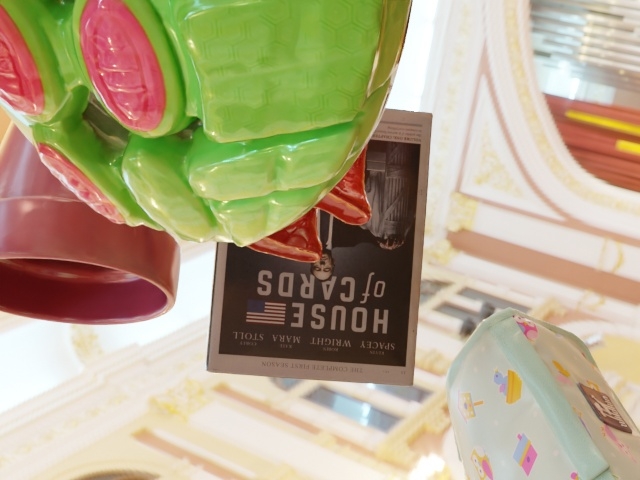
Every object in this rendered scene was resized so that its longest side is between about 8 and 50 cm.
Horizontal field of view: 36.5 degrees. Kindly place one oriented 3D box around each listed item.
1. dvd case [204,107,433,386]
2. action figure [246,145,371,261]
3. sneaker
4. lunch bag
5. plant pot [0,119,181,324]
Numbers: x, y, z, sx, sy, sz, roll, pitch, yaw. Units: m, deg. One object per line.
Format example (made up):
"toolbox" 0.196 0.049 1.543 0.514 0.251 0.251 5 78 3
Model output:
"dvd case" 0.000 0.000 0.835 0.029 0.179 0.239 148 127 -81
"action figure" -0.030 -0.142 0.546 0.139 0.091 0.280 22 -123 -23
"sneaker" -0.019 -0.208 0.342 0.202 0.185 0.483 -53 -22 -55
"lunch bag" 0.222 0.209 0.904 0.160 0.223 0.262 -20 -41 -6
"plant pot" -0.223 -0.034 0.887 0.201 0.201 0.180 48 -139 -60
